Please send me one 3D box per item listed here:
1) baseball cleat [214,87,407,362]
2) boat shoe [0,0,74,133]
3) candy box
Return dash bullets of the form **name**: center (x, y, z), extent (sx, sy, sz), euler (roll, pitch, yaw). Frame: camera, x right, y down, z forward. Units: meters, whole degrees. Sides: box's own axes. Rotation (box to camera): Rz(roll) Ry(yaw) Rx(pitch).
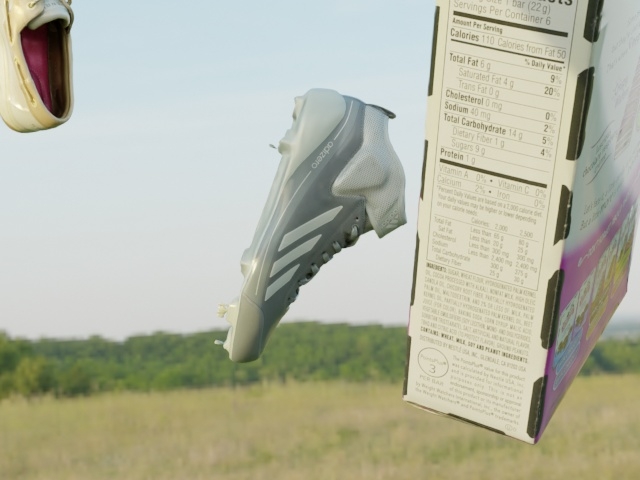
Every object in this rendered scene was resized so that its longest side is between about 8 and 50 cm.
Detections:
- **baseball cleat**: center (0.000, 0.000, 0.878), extent (0.109, 0.205, 0.072), euler (17, 11, 0)
- **boat shoe**: center (-0.210, -0.165, 0.931), extent (0.059, 0.170, 0.063), euler (4, 15, 40)
- **candy box**: center (0.105, -0.049, 0.569), extent (0.071, 0.233, 0.159), euler (16, 31, 22)
